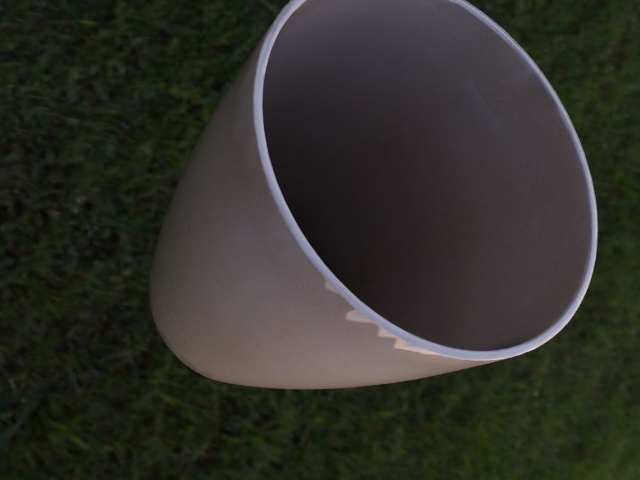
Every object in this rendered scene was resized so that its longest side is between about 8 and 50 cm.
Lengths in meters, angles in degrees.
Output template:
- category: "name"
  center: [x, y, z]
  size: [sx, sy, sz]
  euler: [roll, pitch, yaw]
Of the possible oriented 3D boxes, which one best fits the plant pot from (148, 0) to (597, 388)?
- category: "plant pot"
  center: [0.000, 0.000, 0.886]
  size: [0.257, 0.274, 0.256]
  euler: [15, 60, -28]
